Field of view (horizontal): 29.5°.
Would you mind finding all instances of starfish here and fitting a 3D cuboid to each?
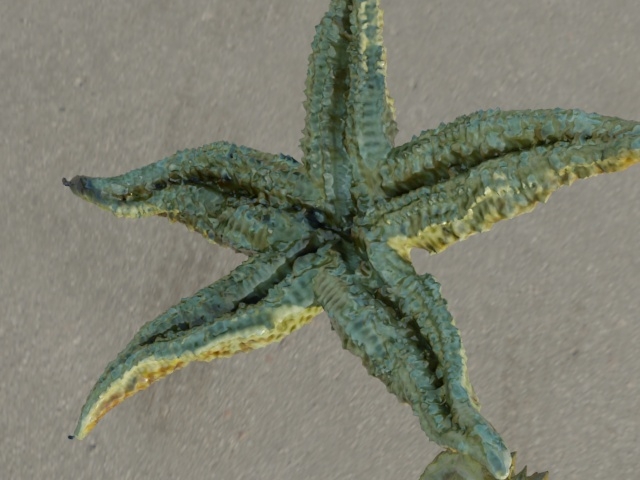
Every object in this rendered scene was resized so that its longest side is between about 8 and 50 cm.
[{"bbox_3d":[0.002,0.002,0.645,0.347,0.078,0.358,-35,51,14],"label":"starfish"}]

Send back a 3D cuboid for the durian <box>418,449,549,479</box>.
[{"bbox_3d":[0.100,0.230,0.783,0.166,0.306,0.172,-28,94,-13],"label":"durian"}]
